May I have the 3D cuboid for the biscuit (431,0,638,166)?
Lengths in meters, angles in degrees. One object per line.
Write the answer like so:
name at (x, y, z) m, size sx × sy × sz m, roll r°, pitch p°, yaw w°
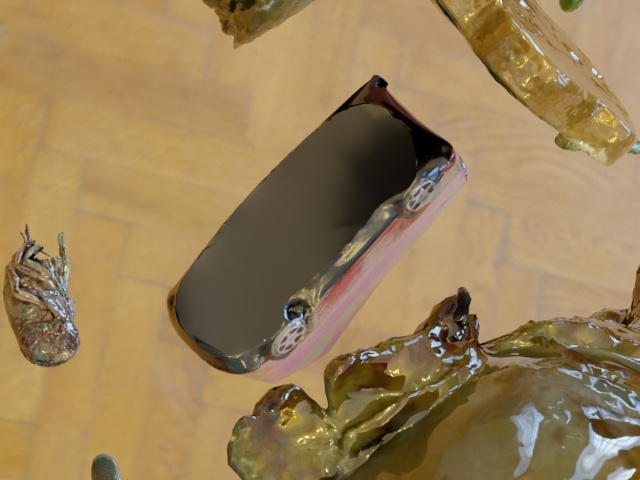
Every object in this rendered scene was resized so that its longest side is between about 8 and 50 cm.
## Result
biscuit at (0.163, -0.186, 1.538) m, size 0.057 × 0.287 × 0.344 m, roll -41°, pitch 117°, yaw 15°

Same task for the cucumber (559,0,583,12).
cucumber at (0.317, -0.335, 2.092) m, size 0.037 × 0.155 × 0.037 m, roll 4°, pitch 45°, yaw -4°

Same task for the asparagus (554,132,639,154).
asparagus at (0.335, -0.101, 1.867) m, size 0.248 × 0.024 × 0.025 m, roll 2°, pitch 54°, yaw -45°

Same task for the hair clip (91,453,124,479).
hair clip at (-0.230, 0.320, 1.714) m, size 0.070 × 0.039 × 0.229 m, roll 48°, pitch 39°, yaw -29°

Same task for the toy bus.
toy bus at (0.000, 0.000, 1.611) m, size 0.127 × 0.147 × 0.302 m, roll 41°, pitch 90°, yaw 24°

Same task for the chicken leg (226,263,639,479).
chicken leg at (0.128, 0.106, 0.667) m, size 0.361 × 0.140 × 0.211 m, roll -8°, pitch 70°, yaw -57°

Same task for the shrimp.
shrimp at (-0.278, 0.050, 1.713) m, size 0.073 × 0.190 × 0.074 m, roll -10°, pitch 131°, yaw -12°

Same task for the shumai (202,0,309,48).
shumai at (-0.076, -0.394, 1.928) m, size 0.292 × 0.330 × 0.288 m, roll -34°, pitch 96°, yaw -4°
